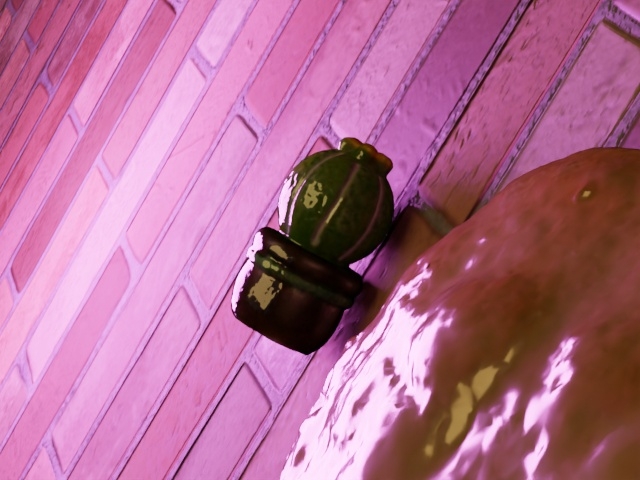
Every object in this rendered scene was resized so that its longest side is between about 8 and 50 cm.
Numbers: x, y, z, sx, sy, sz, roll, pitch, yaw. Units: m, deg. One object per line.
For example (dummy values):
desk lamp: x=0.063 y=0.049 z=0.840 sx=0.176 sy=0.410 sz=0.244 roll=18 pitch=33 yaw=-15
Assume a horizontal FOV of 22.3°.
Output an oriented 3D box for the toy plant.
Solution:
toy plant: x=0.000 y=0.000 z=1.219 sx=0.162 sy=0.093 sz=0.093 roll=-61 pitch=26 yaw=1

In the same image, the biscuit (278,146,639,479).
biscuit: x=0.105 y=0.124 z=0.867 sx=0.429 sy=0.104 sz=0.446 roll=-57 pitch=25 yaw=3
